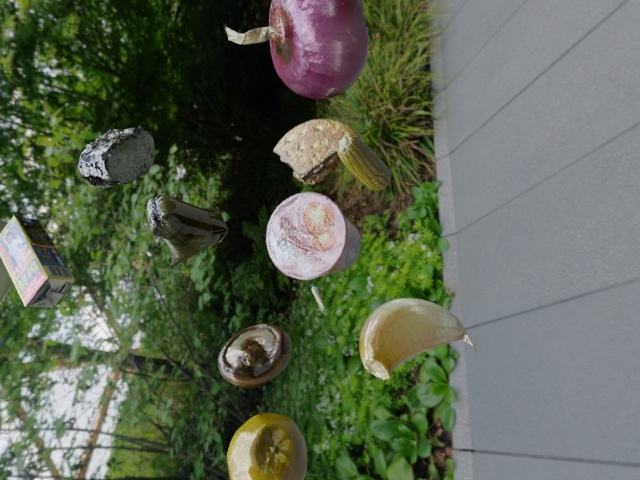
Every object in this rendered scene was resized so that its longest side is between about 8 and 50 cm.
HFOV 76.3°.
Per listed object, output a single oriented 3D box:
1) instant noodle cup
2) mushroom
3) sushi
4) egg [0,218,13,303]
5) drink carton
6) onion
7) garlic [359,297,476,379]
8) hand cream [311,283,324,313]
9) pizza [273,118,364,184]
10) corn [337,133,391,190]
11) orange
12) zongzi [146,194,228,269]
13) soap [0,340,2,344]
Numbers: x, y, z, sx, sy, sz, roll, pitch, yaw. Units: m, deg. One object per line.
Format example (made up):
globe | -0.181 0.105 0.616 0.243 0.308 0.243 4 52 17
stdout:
instant noodle cup | 0.000 0.000 1.200 0.231 0.243 0.243 18 -95 -67
mushroom | -0.199 0.363 1.274 0.194 0.231 0.138 -131 24 -70
sushi | -0.382 -0.157 0.772 0.150 0.078 0.091 -73 -19 -49
egg | -0.865 0.069 0.925 0.283 0.283 0.345 -59 42 43
drink carton | -0.498 0.036 0.709 0.071 0.056 0.166 -47 66 6
onion | -0.027 -0.575 1.162 0.345 0.358 0.358 -44 5 -24
garlic | 0.194 0.206 0.881 0.164 0.244 0.145 -117 18 -46
hand cream | -0.007 0.195 1.381 0.035 0.022 0.102 112 141 -51
pizza | -0.018 -0.360 1.642 0.408 0.114 0.278 -7 76 30
corn | 0.111 -0.198 1.043 0.080 0.231 0.080 -12 67 30
orange | -0.174 0.727 1.374 0.235 0.279 0.279 -49 31 47
zongzi | -0.455 -0.008 1.217 0.289 0.260 0.123 -32 66 22
soap | -0.778 0.306 0.868 0.293 0.077 0.156 -32 43 33
